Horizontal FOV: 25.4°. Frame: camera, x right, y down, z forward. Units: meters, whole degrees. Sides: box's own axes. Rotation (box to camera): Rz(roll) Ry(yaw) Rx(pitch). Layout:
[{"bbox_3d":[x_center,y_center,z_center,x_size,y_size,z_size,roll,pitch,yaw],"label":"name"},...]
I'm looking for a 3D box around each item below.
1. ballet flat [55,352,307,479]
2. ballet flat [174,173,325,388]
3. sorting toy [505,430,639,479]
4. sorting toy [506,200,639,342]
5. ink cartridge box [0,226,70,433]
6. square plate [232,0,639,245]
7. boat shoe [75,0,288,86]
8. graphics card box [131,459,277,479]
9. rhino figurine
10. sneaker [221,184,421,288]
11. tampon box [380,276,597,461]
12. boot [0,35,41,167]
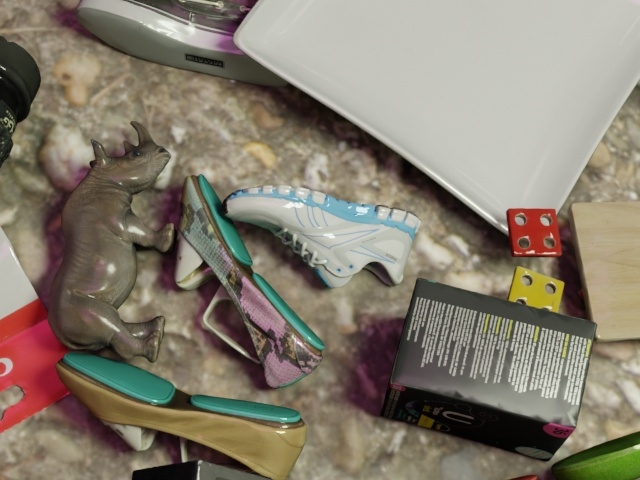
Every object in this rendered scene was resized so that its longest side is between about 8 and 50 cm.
[{"bbox_3d":[-0.129,0.162,1.250,0.232,0.080,0.073,15,99,7],"label":"ballet flat"},{"bbox_3d":[-0.084,0.041,1.301,0.079,0.077,0.221,-37,74,6],"label":"ballet flat"},{"bbox_3d":[0.255,0.236,1.210,0.365,0.127,0.126,-17,83,-18],"label":"sorting toy"},{"bbox_3d":[0.289,0.033,1.314,0.274,0.046,0.132,-2,69,-14],"label":"sorting toy"},{"bbox_3d":[-0.345,0.076,1.286,0.181,0.056,0.225,-30,71,-12],"label":"ink cartridge box"},{"bbox_3d":[0.145,-0.216,1.388,0.347,0.049,0.344,35,71,0],"label":"square plate"},{"bbox_3d":[-0.127,-0.212,1.393,0.219,0.078,0.070,15,70,-4],"label":"boat shoe"},{"bbox_3d":[-0.053,0.374,1.094,0.233,0.094,0.371,23,61,-38],"label":"graphics card box"},{"bbox_3d":[-0.188,-0.004,1.310,0.106,0.073,0.243,6,67,-3],"label":"rhino figurine"},{"bbox_3d":[0.000,0.000,1.301,0.190,0.071,0.083,11,81,-16],"label":"sneaker"},{"bbox_3d":[0.145,0.115,1.247,0.161,0.120,0.101,15,69,4],"label":"tampon box"},{"bbox_3d":[-0.439,-0.079,1.260,0.348,0.131,0.260,7,58,12],"label":"boot"}]
